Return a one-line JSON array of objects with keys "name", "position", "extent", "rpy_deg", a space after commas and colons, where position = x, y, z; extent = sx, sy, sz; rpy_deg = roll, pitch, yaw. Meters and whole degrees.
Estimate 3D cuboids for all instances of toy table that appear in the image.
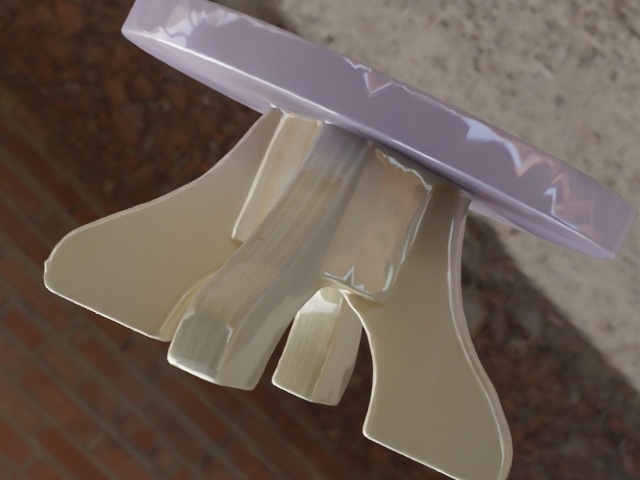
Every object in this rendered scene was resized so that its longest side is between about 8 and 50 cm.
[{"name": "toy table", "position": [0.000, 0.000, 0.857], "extent": [0.274, 0.160, 0.252], "rpy_deg": [24, 178, 26]}]
